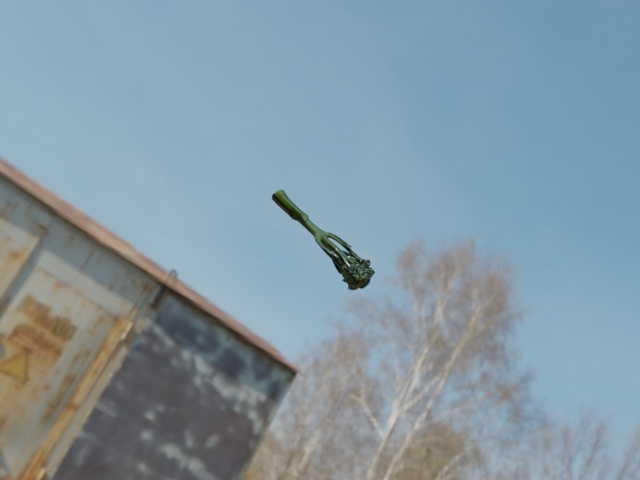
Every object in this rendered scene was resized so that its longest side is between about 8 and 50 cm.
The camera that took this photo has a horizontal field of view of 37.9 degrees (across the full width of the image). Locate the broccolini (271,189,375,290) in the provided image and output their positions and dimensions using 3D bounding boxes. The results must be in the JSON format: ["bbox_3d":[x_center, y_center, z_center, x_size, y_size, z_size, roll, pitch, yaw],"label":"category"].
[{"bbox_3d":[0.000,0.000,0.986,0.140,0.030,0.035,42,-38,12],"label":"broccolini"}]
